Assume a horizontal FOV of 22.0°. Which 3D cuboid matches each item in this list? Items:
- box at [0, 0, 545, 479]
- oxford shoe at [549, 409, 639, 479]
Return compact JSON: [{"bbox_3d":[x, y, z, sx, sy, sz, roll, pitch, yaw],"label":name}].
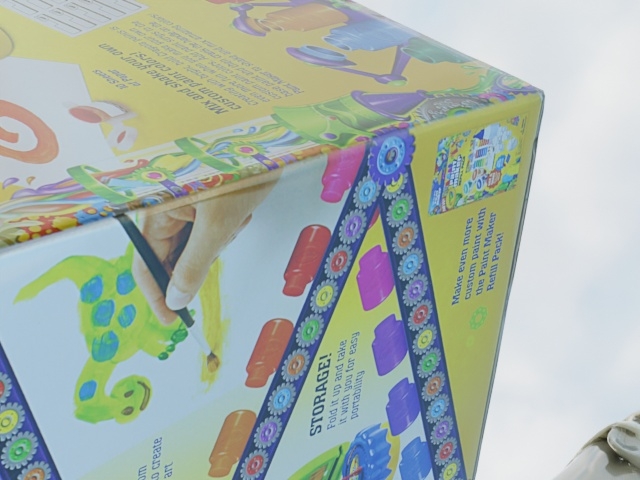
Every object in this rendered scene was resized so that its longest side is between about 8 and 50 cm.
[{"bbox_3d":[-0.135,0.004,0.549,0.290,0.279,0.177,31,-54,39],"label":"box"},{"bbox_3d":[0.208,0.163,1.019,0.169,0.449,0.130,-46,-123,46],"label":"oxford shoe"}]
